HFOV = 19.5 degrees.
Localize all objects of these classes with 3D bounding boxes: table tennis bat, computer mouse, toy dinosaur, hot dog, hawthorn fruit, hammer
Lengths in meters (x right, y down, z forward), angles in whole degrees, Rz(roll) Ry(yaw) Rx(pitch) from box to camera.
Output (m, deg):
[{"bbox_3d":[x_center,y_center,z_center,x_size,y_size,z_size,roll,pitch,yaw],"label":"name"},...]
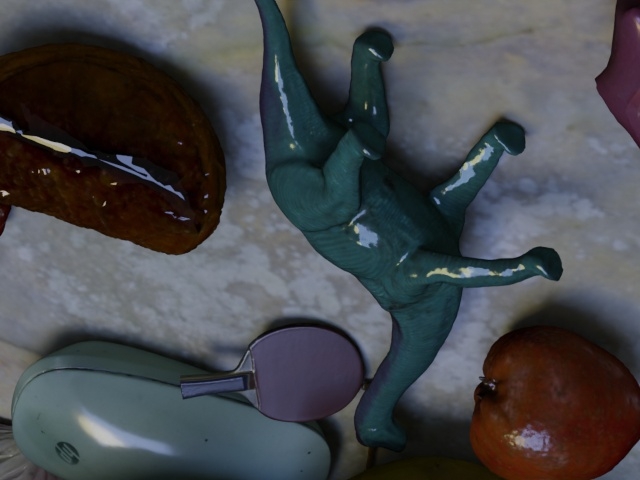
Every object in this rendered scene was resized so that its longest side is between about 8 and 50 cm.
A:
[{"bbox_3d":[-0.041,0.117,1.599,0.158,0.014,0.095,-7,117,0],"label":"table tennis bat"},{"bbox_3d":[-0.138,0.187,1.661,0.288,0.097,0.159,21,129,-1],"label":"computer mouse"},{"bbox_3d":[0.000,0.000,1.472,0.383,0.129,0.331,39,135,-11],"label":"toy dinosaur"},{"bbox_3d":[-0.180,-0.069,1.459,0.227,0.099,0.160,25,131,-7],"label":"hot dog"},{"bbox_3d":[0.191,0.138,1.506,0.138,0.132,0.132,15,131,-4],"label":"hawthorn fruit"},{"bbox_3d":[0.046,0.169,1.648,0.029,0.014,0.123,16,134,12],"label":"hammer"}]

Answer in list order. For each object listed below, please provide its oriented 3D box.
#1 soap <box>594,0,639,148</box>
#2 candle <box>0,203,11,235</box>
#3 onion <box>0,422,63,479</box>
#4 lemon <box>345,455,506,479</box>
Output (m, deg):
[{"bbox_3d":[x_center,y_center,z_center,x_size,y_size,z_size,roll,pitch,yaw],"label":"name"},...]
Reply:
[{"bbox_3d":[0.351,-0.131,1.236,0.325,0.127,0.220,-19,120,29],"label":"soap"},{"bbox_3d":[-0.402,-0.096,1.538,0.329,0.048,0.051,31,144,-11],"label":"candle"},{"bbox_3d":[-0.307,0.253,1.741,0.206,0.151,0.098,30,147,12],"label":"onion"},{"bbox_3d":[0.099,0.311,1.596,0.310,0.253,0.253,41,128,-14],"label":"lemon"}]
